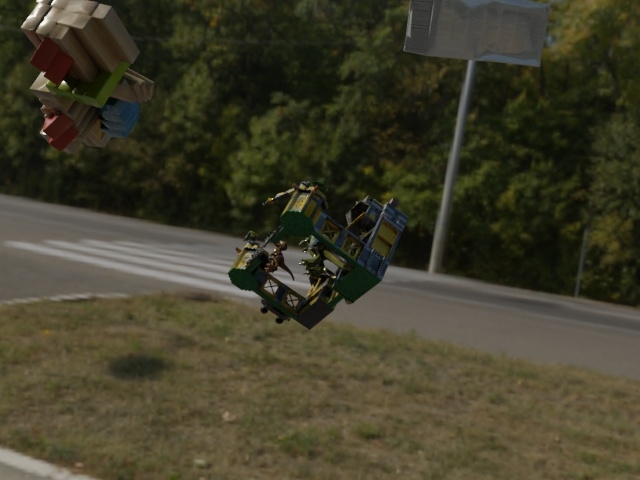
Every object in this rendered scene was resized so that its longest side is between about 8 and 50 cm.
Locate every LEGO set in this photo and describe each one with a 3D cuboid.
[{"bbox_3d":[0.000,0.000,1.579,0.255,0.192,0.331,30,-40,-4],"label":"LEGO set"}]

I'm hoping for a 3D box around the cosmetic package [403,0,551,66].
[{"bbox_3d":[0.238,-0.321,1.305,0.239,0.099,0.060,-2,19,-34],"label":"cosmetic package"}]

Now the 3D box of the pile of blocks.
[{"bbox_3d":[-0.316,-0.181,1.167,0.149,0.113,0.362,27,-20,0],"label":"pile of blocks"}]
